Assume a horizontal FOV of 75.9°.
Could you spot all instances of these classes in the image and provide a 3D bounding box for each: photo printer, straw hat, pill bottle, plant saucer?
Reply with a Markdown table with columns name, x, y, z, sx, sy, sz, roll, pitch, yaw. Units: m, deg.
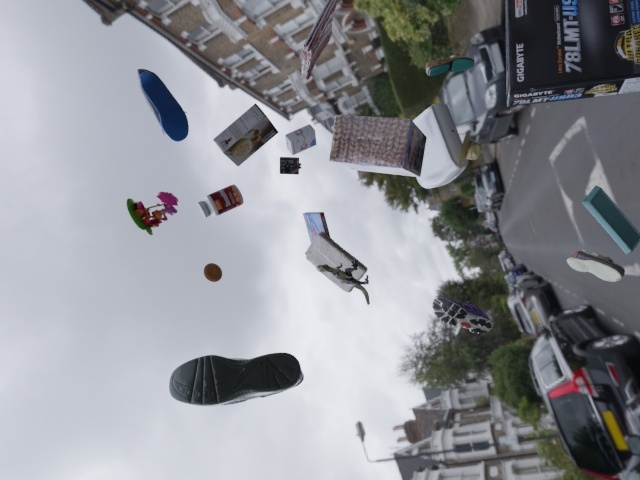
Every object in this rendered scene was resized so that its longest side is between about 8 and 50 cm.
| name | x | y | z | sx | sy | sz | roll | pitch | yaw |
| --- | --- | --- | --- | --- | --- | --- | --- | --- | --- |
| photo printer | 0.481 | -0.384 | 1.742 | 0.107 | 0.256 | 0.307 | -15 | -97 | -25 |
| straw hat | 0.566 | -0.334 | 1.530 | 0.144 | 0.061 | 0.144 | -43 | -37 | -45 |
| pill bottle | -0.365 | -0.139 | 1.498 | 0.086 | 0.152 | 0.086 | 49 | 157 | 30 |
| plant saucer | -0.446 | 0.133 | 1.709 | 0.084 | 0.013 | 0.083 | 23 | -129 | -32 |
| plant saucer | 0.752 | -0.052 | 1.051 | 0.192 | 0.067 | 0.018 | 45 | 168 | -8 |

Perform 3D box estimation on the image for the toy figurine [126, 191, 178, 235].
| name | x | y | z | sx | sy | sz | roll | pitch | yaw |
| --- | --- | --- | --- | --- | --- | --- | --- | --- | --- |
| toy figurine | -0.603 | -0.112 | 1.536 | 0.173 | 0.159 | 0.130 | 70 | 176 | -47 |

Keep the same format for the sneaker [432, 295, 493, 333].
| name | x | y | z | sx | sy | sz | roll | pitch | yaw |
| --- | --- | --- | --- | --- | --- | --- | --- | --- | --- |
| sneaker | 0.373 | 0.192 | 1.094 | 0.170 | 0.068 | 0.071 | 26 | -150 | -6 |

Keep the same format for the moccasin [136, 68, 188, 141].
| name | x | y | z | sx | sy | sz | roll | pitch | yaw |
| --- | --- | --- | --- | --- | --- | --- | --- | --- | --- |
| moccasin | -0.668 | -0.586 | 1.762 | 0.117 | 0.138 | 0.341 | 46 | 160 | 33 |

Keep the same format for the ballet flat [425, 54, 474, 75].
| name | x | y | z | sx | sy | sz | roll | pitch | yaw |
| --- | --- | --- | --- | --- | --- | --- | --- | --- | --- |
| ballet flat | 0.533 | -0.737 | 1.704 | 0.073 | 0.207 | 0.067 | 92 | 165 | -60 |

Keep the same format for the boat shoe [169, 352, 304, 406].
| name | x | y | z | sx | sy | sz | roll | pitch | yaw |
| --- | --- | --- | --- | --- | --- | --- | --- | --- | --- |
| boat shoe | -0.201 | 0.339 | 0.996 | 0.103 | 0.321 | 0.118 | 79 | -178 | -58 |

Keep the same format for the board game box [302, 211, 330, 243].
| name | x | y | z | sx | sy | sz | roll | pitch | yaw |
| --- | --- | --- | --- | --- | --- | --- | --- | --- | --- |
| board game box | 0.000 | 0.000 | 1.962 | 0.027 | 0.145 | 0.281 | -25 | -73 | -34 |

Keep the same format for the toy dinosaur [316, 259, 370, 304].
| name | x | y | z | sx | sy | sz | roll | pitch | yaw |
| --- | --- | --- | --- | --- | --- | --- | --- | --- | --- |
| toy dinosaur | 0.117 | 0.141 | 1.535 | 0.268 | 0.118 | 0.064 | 36 | -135 | -14 |

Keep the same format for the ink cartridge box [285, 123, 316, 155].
| name | x | y | z | sx | sy | sz | roll | pitch | yaw |
| --- | --- | --- | --- | --- | --- | --- | --- | --- | --- |
| ink cartridge box | -0.084 | -0.432 | 1.764 | 0.052 | 0.123 | 0.088 | 56 | 166 | 30 |

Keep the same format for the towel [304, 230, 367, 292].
| name | x | y | z | sx | sy | sz | roll | pitch | yaw |
| --- | --- | --- | --- | --- | --- | --- | --- | --- | --- |
| towel | 0.064 | 0.100 | 1.858 | 0.282 | 0.187 | 0.049 | 38 | -135 | 7 |

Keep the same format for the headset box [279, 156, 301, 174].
| name | x | y | z | sx | sy | sz | roll | pitch | yaw |
| --- | --- | --- | --- | --- | --- | --- | --- | --- | --- |
| headset box | -0.116 | -0.288 | 1.583 | 0.032 | 0.084 | 0.062 | -96 | 7 | -63 |

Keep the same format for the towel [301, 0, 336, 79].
| name | x | y | z | sx | sy | sz | roll | pitch | yaw |
| --- | --- | --- | --- | --- | --- | --- | --- | --- | --- |
| towel | -0.003 | -0.776 | 1.580 | 0.037 | 0.236 | 0.329 | 28 | -179 | -5 |

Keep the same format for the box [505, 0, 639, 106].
| name | x | y | z | sx | sy | sz | roll | pitch | yaw |
| --- | --- | --- | --- | --- | --- | --- | --- | --- | --- |
| box | 0.562 | -0.452 | 0.890 | 0.073 | 0.294 | 0.295 | 36 | -122 | -66 |

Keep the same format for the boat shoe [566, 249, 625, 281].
| name | x | y | z | sx | sy | sz | roll | pitch | yaw |
| --- | --- | --- | --- | --- | --- | --- | --- | --- | --- |
| boat shoe | 0.565 | 0.047 | 0.836 | 0.049 | 0.043 | 0.137 | 57 | -179 | -8 |

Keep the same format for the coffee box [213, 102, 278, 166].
| name | x | y | z | sx | sy | sz | roll | pitch | yaw |
| --- | --- | --- | --- | --- | --- | --- | --- | --- | --- |
| coffee box | -0.328 | -0.464 | 1.821 | 0.098 | 0.247 | 0.141 | 52 | -178 | 22 |

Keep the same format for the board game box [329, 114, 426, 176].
| name | x | y | z | sx | sy | sz | roll | pitch | yaw |
| --- | --- | --- | --- | --- | --- | --- | --- | --- | --- |
| board game box | 0.195 | -0.297 | 1.320 | 0.291 | 0.232 | 0.140 | -9 | -72 | -67 |
